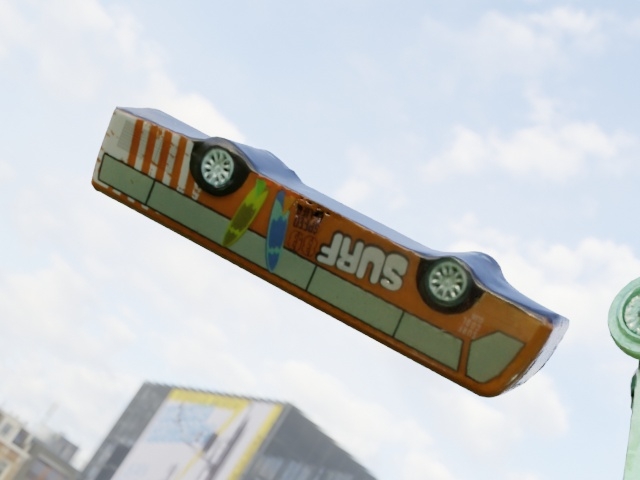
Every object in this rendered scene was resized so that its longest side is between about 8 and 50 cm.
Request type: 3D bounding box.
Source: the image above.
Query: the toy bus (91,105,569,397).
[{"bbox_3d":[0.000,0.000,0.941,0.408,0.092,0.093,27,10,21],"label":"toy bus"}]

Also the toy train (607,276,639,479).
[{"bbox_3d":[0.248,0.129,0.678,0.177,0.285,0.116,-3,-43,27],"label":"toy train"}]
